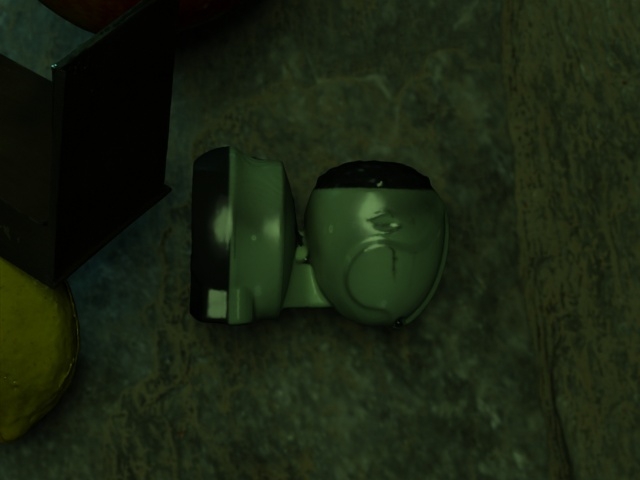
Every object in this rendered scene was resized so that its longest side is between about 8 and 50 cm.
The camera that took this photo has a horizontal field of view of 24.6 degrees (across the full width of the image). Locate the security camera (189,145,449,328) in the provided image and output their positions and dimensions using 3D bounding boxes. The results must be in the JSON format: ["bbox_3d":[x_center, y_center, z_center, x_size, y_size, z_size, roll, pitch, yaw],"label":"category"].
[{"bbox_3d":[0.000,0.000,1.567,0.277,0.197,0.191,2,86,-4],"label":"security camera"}]

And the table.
[{"bbox_3d":[-0.292,-0.154,1.452,0.250,0.282,0.196,30,47,18],"label":"table"}]

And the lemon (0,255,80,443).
[{"bbox_3d":[-0.359,0.088,1.547,0.204,0.204,0.260,-19,83,-2],"label":"lemon"}]

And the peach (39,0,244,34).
[{"bbox_3d":[-0.185,-0.393,1.575,0.370,0.370,0.370,0,77,2],"label":"peach"}]
